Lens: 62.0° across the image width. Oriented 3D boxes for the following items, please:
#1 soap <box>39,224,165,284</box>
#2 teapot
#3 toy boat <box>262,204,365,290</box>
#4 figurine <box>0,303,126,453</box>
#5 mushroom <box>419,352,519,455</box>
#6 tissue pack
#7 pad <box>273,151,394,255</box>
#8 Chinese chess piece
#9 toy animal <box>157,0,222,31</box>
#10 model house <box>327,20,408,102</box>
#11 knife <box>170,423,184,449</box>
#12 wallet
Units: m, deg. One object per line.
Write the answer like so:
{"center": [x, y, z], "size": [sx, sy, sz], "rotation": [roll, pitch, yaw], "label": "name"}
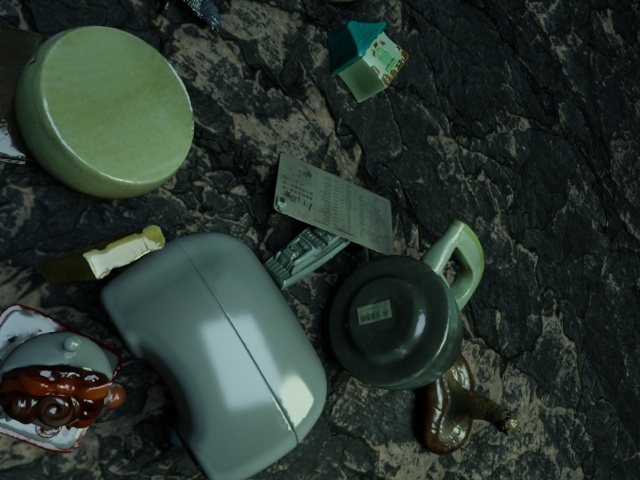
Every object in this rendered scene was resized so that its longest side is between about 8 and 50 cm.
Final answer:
{"center": [-0.291, 0.022, 0.696], "size": [0.092, 0.252, 0.037], "rotation": [-31, 104, -36], "label": "soap"}
{"center": [0.177, 0.134, 1.038], "size": [0.239, 0.239, 0.322], "rotation": [34, 64, -52], "label": "teapot"}
{"center": [0.000, 0.000, 1.009], "size": [0.078, 0.085, 0.260], "rotation": [42, 53, 16], "label": "toy boat"}
{"center": [-0.325, 0.176, 0.658], "size": [0.183, 0.226, 0.160], "rotation": [35, 62, -26], "label": "figurine"}
{"center": [0.313, 0.333, 1.096], "size": [0.147, 0.217, 0.227], "rotation": [6, 78, -34], "label": "mushroom"}
{"center": [-0.139, 0.153, 0.773], "size": [0.235, 0.229, 0.333], "rotation": [-32, 89, -24], "label": "tissue pack"}
{"center": [0.034, -0.072, 1.036], "size": [0.264, 0.009, 0.160], "rotation": [22, 46, -21], "label": "pad"}
{"center": [-0.311, -0.185, 0.789], "size": [0.250, 0.101, 0.251], "rotation": [12, 73, -44], "label": "Chinese chess piece"}
{"center": [-0.258, -0.444, 0.922], "size": [0.220, 0.062, 0.108], "rotation": [24, 67, -37], "label": "toy animal"}
{"center": [0.092, -0.399, 1.145], "size": [0.149, 0.100, 0.127], "rotation": [44, 59, -19], "label": "model house"}
{"center": [-0.170, 0.241, 0.881], "size": [0.064, 0.031, 0.222], "rotation": [38, 64, -9], "label": "knife"}
{"center": [-0.452, -0.212, 0.758], "size": [0.110, 0.031, 0.198], "rotation": [6, 78, -35], "label": "wallet"}
